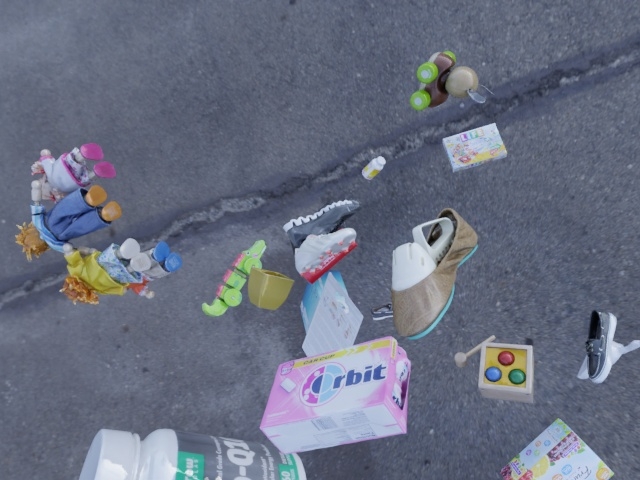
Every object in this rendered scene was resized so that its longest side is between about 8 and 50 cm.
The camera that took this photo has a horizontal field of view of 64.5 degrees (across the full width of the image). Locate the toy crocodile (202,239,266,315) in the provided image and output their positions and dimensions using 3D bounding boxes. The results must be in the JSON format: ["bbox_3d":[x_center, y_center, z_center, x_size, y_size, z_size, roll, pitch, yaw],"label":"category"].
[{"bbox_3d":[-0.314,0.139,1.891,0.105,0.115,0.340,35,79,-18],"label":"toy crocodile"}]

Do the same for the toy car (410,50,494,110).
[{"bbox_3d":[0.366,-0.409,1.364,0.188,0.148,0.155,28,44,22],"label":"toy car"}]

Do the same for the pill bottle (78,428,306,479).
[{"bbox_3d":[-0.223,0.446,0.886,0.361,0.204,0.204,20,85,-25],"label":"pill bottle"}]

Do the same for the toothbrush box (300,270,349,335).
[{"bbox_3d":[0.024,0.285,1.944,0.126,0.295,0.216,5,124,-17],"label":"toothbrush box"}]

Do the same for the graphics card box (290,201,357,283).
[{"bbox_3d":[0.000,0.000,2.003,0.233,0.371,0.094,-42,112,7],"label":"graphics card box"}]

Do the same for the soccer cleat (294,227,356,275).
[{"bbox_3d":[0.001,0.011,1.115,0.196,0.068,0.076,-37,63,43],"label":"soccer cleat"}]

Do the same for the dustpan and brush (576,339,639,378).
[{"bbox_3d":[0.862,0.331,1.495,0.060,0.211,0.147,37,51,17],"label":"dustpan and brush"}]

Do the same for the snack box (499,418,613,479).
[{"bbox_3d":[0.588,0.580,1.265,0.207,0.070,0.174,-44,101,5],"label":"snack box"}]

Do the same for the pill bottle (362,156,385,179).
[{"bbox_3d":[0.175,-0.237,1.651,0.083,0.043,0.043,-42,67,47],"label":"pill bottle"}]

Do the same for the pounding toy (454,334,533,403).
[{"bbox_3d":[0.459,0.322,1.361,0.206,0.094,0.181,-1,55,26],"label":"pounding toy"}]

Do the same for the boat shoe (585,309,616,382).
[{"bbox_3d":[0.528,0.200,0.971,0.040,0.049,0.142,24,68,-3],"label":"boat shoe"}]

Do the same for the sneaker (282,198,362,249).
[{"bbox_3d":[0.017,-0.037,1.424,0.235,0.078,0.106,-21,74,5],"label":"sneaker"}]

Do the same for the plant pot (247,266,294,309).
[{"bbox_3d":[-0.125,0.117,1.194,0.081,0.082,0.083,18,91,54],"label":"plant pot"}]

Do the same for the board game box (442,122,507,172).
[{"bbox_3d":[0.444,-0.268,1.465,0.154,0.026,0.103,-17,70,6],"label":"board game box"}]

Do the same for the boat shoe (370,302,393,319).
[{"bbox_3d":[0.228,0.226,1.671,0.125,0.046,0.038,-15,117,9],"label":"boat shoe"}]

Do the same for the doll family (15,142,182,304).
[{"bbox_3d":[-0.339,0.000,0.714,0.163,0.118,0.262,-22,108,28],"label":"doll family"}]

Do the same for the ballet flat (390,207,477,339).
[{"bbox_3d":[0.201,0.037,0.943,0.116,0.342,0.124,-21,106,43],"label":"ballet flat"}]

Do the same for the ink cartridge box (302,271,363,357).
[{"bbox_3d":[0.043,0.221,1.184,0.189,0.066,0.232,51,125,52],"label":"ink cartridge box"}]

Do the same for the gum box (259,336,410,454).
[{"bbox_3d":[0.025,0.200,0.658,0.189,0.107,0.062,-20,118,24],"label":"gum box"}]
